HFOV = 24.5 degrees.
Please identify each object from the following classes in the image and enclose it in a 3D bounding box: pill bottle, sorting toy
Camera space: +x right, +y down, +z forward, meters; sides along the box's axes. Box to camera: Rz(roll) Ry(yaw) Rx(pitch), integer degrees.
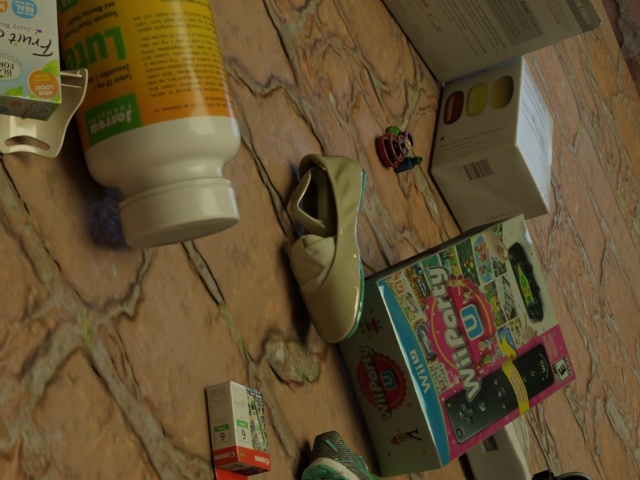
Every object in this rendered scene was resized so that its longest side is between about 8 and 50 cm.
[{"bbox_3d":[-0.146,-0.124,1.280,0.136,0.136,0.246,4,70,-65],"label":"pill bottle"},{"bbox_3d":[-0.235,-0.105,1.186,0.083,0.045,0.075,6,82,-32],"label":"sorting toy"},{"bbox_3d":[0.112,-0.125,1.982,0.061,0.042,0.102,69,23,-9],"label":"sorting toy"}]

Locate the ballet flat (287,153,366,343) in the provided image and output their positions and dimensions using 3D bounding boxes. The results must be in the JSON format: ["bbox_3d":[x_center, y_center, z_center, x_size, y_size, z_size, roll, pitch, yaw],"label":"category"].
[{"bbox_3d":[0.000,0.000,1.619,0.086,0.086,0.248,51,30,-42],"label":"ballet flat"}]

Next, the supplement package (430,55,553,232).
[{"bbox_3d":[0.261,-0.145,2.206,0.134,0.139,0.244,59,26,-31],"label":"supplement package"}]

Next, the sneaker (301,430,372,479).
[{"bbox_3d":[0.039,0.259,1.532,0.166,0.065,0.076,57,24,-37],"label":"sneaker"}]

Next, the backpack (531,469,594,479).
[{"bbox_3d":[0.272,0.426,1.723,0.191,0.225,0.253,46,26,-54],"label":"backpack"}]

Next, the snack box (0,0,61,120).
[{"bbox_3d":[-0.255,-0.168,1.138,0.100,0.037,0.141,6,65,-29],"label":"snack box"}]

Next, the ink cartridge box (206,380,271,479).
[{"bbox_3d":[-0.073,0.193,1.363,0.063,0.029,0.115,30,47,-58],"label":"ink cartridge box"}]

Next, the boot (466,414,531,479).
[{"bbox_3d":[0.213,0.213,1.942,0.123,0.095,0.258,-54,129,-74],"label":"boot"}]

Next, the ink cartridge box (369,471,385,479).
[{"bbox_3d":[0.114,0.382,1.629,0.171,0.056,0.235,40,15,-53],"label":"ink cartridge box"}]

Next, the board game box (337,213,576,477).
[{"bbox_3d":[0.159,0.118,1.736,0.303,0.097,0.224,-23,95,-46],"label":"board game box"}]

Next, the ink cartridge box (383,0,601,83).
[{"bbox_3d":[0.230,-0.406,2.149,0.309,0.272,0.130,50,33,-44],"label":"ink cartridge box"}]
